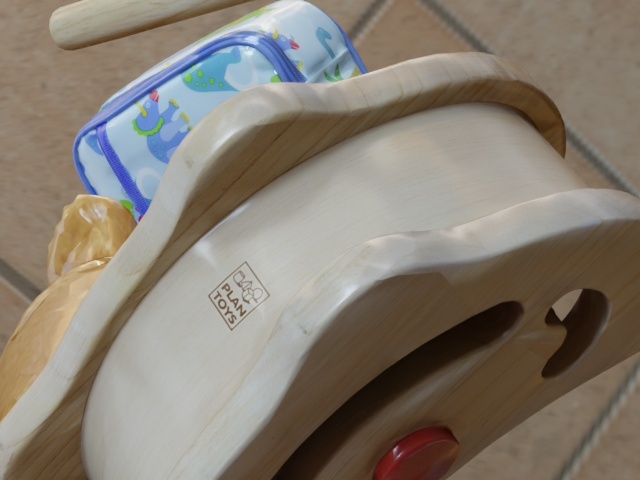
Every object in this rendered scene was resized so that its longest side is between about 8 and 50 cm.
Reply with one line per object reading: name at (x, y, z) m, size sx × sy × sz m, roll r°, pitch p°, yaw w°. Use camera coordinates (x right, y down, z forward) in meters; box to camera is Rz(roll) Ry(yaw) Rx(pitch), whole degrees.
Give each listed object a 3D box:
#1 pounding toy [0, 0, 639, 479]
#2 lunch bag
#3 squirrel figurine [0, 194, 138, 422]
pounding toy at (0.000, 0.000, 0.556) m, size 0.154 × 0.155 × 0.269 m, roll 6°, pitch 128°, yaw -47°
lunch bag at (-0.029, -0.012, 1.033) m, size 0.219 × 0.176 × 0.090 m, roll 60°, pitch 35°, yaw -10°
squirrel figurine at (-0.158, 0.166, 0.763) m, size 0.397 × 0.281 × 0.370 m, roll 14°, pitch 122°, yaw -7°
